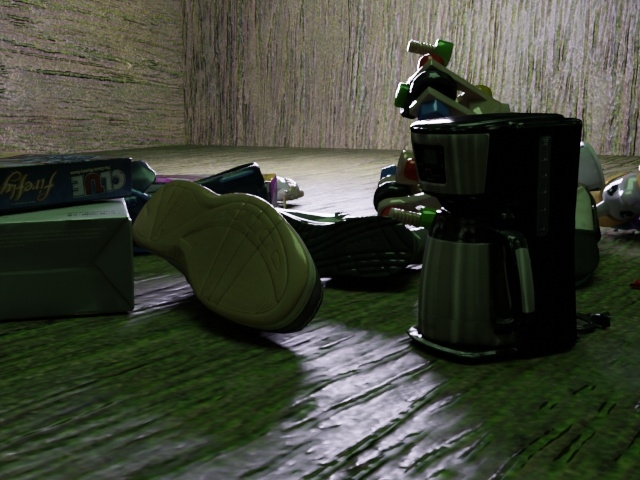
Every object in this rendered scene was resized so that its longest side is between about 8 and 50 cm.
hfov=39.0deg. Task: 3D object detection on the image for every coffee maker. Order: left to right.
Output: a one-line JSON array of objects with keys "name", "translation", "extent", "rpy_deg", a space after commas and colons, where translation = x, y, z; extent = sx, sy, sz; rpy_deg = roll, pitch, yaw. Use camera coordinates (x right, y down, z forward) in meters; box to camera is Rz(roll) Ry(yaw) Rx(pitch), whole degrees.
[{"name": "coffee maker", "translation": [0.147, -0.010, 0.708], "extent": [0.120, 0.178, 0.171], "rpy_deg": [9, 13, 41]}]

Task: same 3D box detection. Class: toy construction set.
[{"name": "toy construction set", "translation": [0.209, -0.093, 1.170], "extent": [0.237, 0.258, 0.309], "rpy_deg": [13, 21, -3]}]

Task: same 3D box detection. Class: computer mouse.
[{"name": "computer mouse", "translation": [0.322, -0.094, 1.191], "extent": [0.042, 0.106, 0.193], "rpy_deg": [-20, 2, 2]}]

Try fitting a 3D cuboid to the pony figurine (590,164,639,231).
[{"name": "pony figurine", "translation": [0.506, -0.123, 1.129], "extent": [0.351, 0.303, 0.363], "rpy_deg": [-29, -4, -8]}]

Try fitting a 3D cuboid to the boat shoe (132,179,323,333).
[{"name": "boat shoe", "translation": [-0.075, 0.017, 0.816], "extent": [0.092, 0.103, 0.285], "rpy_deg": [37, -9, -37]}]

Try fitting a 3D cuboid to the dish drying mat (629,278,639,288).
[{"name": "dish drying mat", "translation": [0.351, 0.041, 0.916], "extent": [0.083, 0.008, 0.032], "rpy_deg": [-7, 12, -37]}]

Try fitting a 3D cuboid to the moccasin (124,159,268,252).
[{"name": "moccasin", "translation": [-0.233, -0.049, 1.159], "extent": [0.341, 0.117, 0.137], "rpy_deg": [-6, 10, -30]}]

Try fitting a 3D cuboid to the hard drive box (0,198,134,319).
[{"name": "hard drive box", "translation": [-0.280, 0.009, 0.891], "extent": [0.181, 0.089, 0.232], "rpy_deg": [-3, 10, -13]}]

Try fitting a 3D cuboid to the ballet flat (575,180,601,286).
[{"name": "ballet flat", "translation": [0.267, -0.019, 1.016], "extent": [0.095, 0.096, 0.280], "rpy_deg": [3, 10, 17]}]

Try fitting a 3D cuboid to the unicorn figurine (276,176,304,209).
[{"name": "unicorn figurine", "translation": [-0.077, -0.088, 1.578], "extent": [0.111, 0.060, 0.162], "rpy_deg": [3, 10, 24]}]

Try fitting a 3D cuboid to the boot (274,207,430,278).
[{"name": "boot", "translation": [-0.003, 0.009, 0.985], "extent": [0.246, 0.084, 0.161], "rpy_deg": [4, -1, 14]}]

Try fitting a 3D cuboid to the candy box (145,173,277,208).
[{"name": "candy box", "translation": [-0.186, -0.065, 1.402], "extent": [0.233, 0.071, 0.159], "rpy_deg": [0, 9, 0]}]

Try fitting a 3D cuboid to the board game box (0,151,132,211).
[{"name": "board game box", "translation": [-0.336, -0.064, 0.934], "extent": [0.243, 0.042, 0.165], "rpy_deg": [6, 12, 39]}]
